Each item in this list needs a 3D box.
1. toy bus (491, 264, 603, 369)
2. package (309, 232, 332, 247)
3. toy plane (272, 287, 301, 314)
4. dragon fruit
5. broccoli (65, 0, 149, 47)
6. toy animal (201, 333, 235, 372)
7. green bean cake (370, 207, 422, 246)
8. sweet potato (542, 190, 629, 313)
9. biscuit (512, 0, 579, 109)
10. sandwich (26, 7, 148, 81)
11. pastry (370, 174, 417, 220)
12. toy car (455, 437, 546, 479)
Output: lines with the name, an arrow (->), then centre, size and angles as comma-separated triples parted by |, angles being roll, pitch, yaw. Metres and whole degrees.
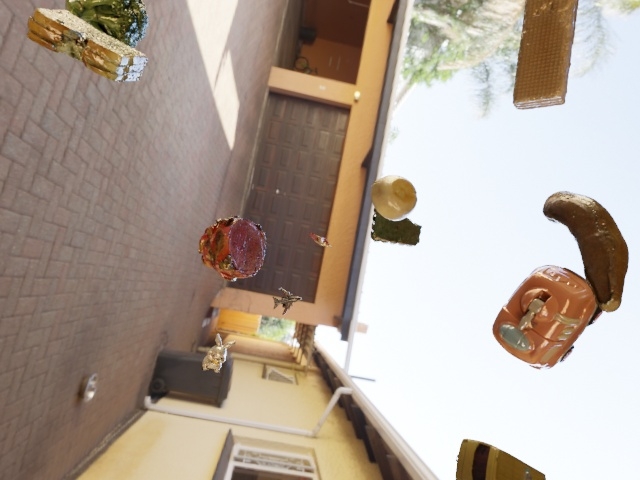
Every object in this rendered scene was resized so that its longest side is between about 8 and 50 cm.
toy bus -> 0.578, 0.205, 1.102 | 0.194, 0.232, 0.288 | 42, -65, 36
package -> 0.000, 0.000, 1.471 | 0.083, 0.059, 0.029 | 40, 78, -47
toy plane -> -0.094, 0.170, 1.182 | 0.031, 0.083, 0.079 | 82, 0, -66
dragon fruit -> -0.431, 0.048, 1.950 | 0.314, 0.262, 0.296 | 25, 60, -60
broccoli -> -0.747, -0.785, 1.481 | 0.270, 0.270, 0.270 | -19, 134, -44
toy animal -> -0.355, 0.396, 1.444 | 0.124, 0.071, 0.085 | -58, -172, 33
green bean cake -> 0.315, -0.073, 1.726 | 0.107, 0.208, 0.194 | 53, 47, -77
sweet potato -> 0.530, 0.007, 0.822 | 0.112, 0.085, 0.286 | -48, -146, 45
biscuit -> 0.650, -0.589, 1.195 | 0.144, 0.078, 0.426 | 4, -97, 41
sandwich -> -0.690, -0.575, 1.244 | 0.095, 0.273, 0.249 | -59, -163, 20
pastry -> 0.236, -0.141, 1.340 | 0.092, 0.156, 0.156 | 129, -24, -49
toy car -> 0.413, 0.522, 0.900 | 0.124, 0.256, 0.101 | -29, -148, 55
